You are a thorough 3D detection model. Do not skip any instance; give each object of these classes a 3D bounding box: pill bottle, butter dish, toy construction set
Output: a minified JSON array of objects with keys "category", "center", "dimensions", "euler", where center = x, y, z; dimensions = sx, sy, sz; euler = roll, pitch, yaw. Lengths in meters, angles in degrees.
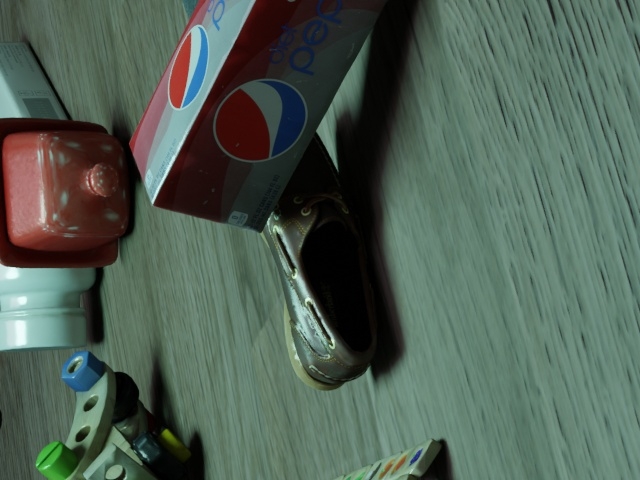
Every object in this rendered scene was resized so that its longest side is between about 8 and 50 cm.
[{"category":"pill bottle","center":[-0.319,0.008,2.198],"dimensions":[0.131,0.131,0.229],"euler":[161,106,-70]},{"category":"butter dish","center":[-0.253,-0.056,2.024],"dimensions":[0.118,0.160,0.159],"euler":[-12,80,48]},{"category":"toy construction set","center":[-0.221,0.286,1.875],"dimensions":[0.237,0.257,0.308],"euler":[28,140,54]}]

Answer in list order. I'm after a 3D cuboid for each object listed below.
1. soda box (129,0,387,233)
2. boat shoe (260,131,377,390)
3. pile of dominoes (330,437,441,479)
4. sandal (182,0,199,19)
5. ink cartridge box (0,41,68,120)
[{"category":"soda box","center":[-0.032,-0.138,1.312],"dimensions":[0.263,0.092,0.083],"euler":[-61,31,24]},{"category":"boat shoe","center":[0.000,0.000,1.383],"dimensions":[0.073,0.073,0.207],"euler":[131,127,-60]},{"category":"pile of dominoes","center":[-0.027,0.222,1.341],"dimensions":[0.196,0.040,0.251],"euler":[-53,6,-23]},{"category":"sandal","center":[-0.061,-0.177,1.573],"dimensions":[0.097,0.054,0.254],"euler":[119,134,-60]},{"category":"ink cartridge box","center":[-0.379,-0.081,2.460],"dimensions":[0.296,0.066,0.261],"euler":[-125,38,-58]}]
